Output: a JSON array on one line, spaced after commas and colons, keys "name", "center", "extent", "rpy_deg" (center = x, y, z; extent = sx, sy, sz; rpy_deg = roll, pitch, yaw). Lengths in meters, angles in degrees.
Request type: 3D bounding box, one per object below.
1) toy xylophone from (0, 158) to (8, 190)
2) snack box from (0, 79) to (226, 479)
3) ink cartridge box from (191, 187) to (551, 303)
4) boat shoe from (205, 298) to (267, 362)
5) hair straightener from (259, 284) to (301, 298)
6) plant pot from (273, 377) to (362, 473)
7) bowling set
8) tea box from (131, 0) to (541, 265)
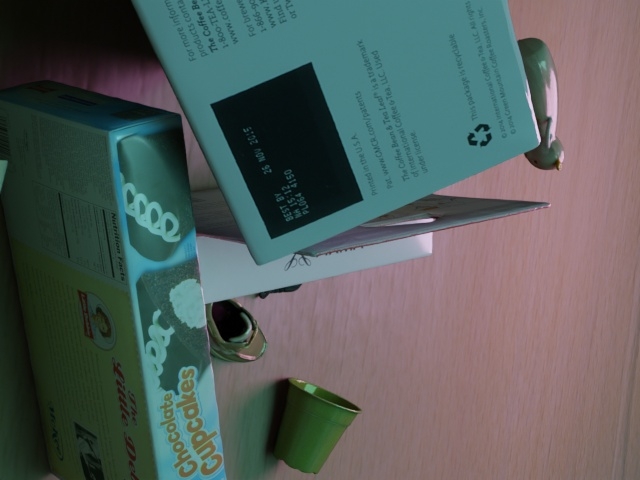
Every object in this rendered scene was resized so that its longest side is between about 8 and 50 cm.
[{"name": "toy xylophone", "center": [-0.312, 0.038, 0.743], "extent": [0.236, 0.081, 0.323], "rpy_deg": [7, 91, -56]}, {"name": "snack box", "center": [-0.154, 0.055, 0.878], "extent": [0.060, 0.187, 0.322], "rpy_deg": [-19, 115, -35]}, {"name": "ink cartridge box", "center": [0.000, 0.000, 0.997], "extent": [0.296, 0.261, 0.066], "rpy_deg": [-11, 107, -45]}, {"name": "boat shoe", "center": [-0.084, 0.082, 1.118], "extent": [0.135, 0.045, 0.050], "rpy_deg": [40, 65, -52]}, {"name": "hair straightener", "center": [-0.018, -0.050, 1.198], "extent": [0.089, 0.047, 0.230], "rpy_deg": [37, 72, -43]}, {"name": "plant pot", "center": [-0.010, 0.193, 1.234], "extent": [0.083, 0.083, 0.079], "rpy_deg": [21, 93, -55]}, {"name": "bowling set", "center": [0.123, -0.176, 1.292], "extent": [0.287, 0.199, 0.154], "rpy_deg": [-108, 179, -48]}, {"name": "tea box", "center": [-0.034, -0.225, 0.835], "extent": [0.220, 0.323, 0.329], "rpy_deg": [-24, 128, -2]}]
